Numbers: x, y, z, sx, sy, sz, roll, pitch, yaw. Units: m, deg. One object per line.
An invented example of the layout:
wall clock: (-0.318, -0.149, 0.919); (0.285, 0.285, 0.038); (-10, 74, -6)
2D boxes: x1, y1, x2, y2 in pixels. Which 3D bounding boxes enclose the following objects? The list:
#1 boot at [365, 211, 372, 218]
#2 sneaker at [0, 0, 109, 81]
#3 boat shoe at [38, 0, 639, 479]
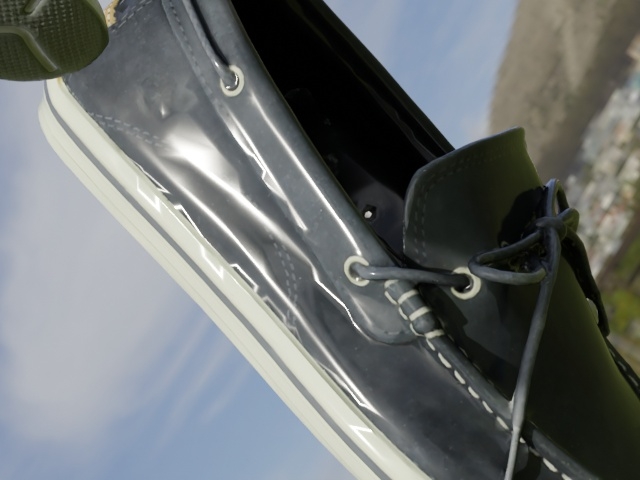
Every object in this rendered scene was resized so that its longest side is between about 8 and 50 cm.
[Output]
boot: (0.000, 0.000, 1.203); (0.123, 0.258, 0.095); (-23, -4, -3)
sneaker: (-0.127, -0.105, 0.538); (0.054, 0.061, 0.152); (-31, -41, 25)
boat shoe: (0.065, 0.022, 0.841); (0.156, 0.500, 0.187); (-53, -16, 22)
